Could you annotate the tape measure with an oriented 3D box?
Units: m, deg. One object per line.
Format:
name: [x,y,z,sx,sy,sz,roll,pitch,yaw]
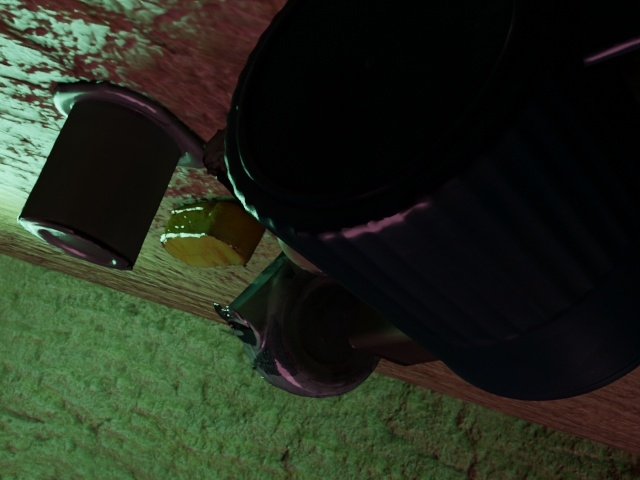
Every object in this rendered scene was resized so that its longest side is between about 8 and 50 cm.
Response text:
tape measure: [-0.016,0.134,1.243,0.275,0.256,0.147,53,154,-18]

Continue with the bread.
bread: [-0.190,-0.014,1.233,0.102,0.094,0.245,38,156,-29]

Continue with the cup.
cup: [0.126,-0.037,0.483,0.308,0.242,0.292,21,169,46]

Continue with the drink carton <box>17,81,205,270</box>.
drink carton: [-0.284,-0.077,0.923,0.185,0.190,0.191,11,159,31]

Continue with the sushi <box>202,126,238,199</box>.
sushi: [-0.056,-0.086,0.826,0.150,0.091,0.078,12,160,26]

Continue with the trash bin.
trash bin: [0.159,0.091,1.072,0.122,0.164,0.240,22,161,-15]

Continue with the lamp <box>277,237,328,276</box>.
lamp: [0.000,0.000,1.039,0.101,0.101,0.250,10,166,28]
